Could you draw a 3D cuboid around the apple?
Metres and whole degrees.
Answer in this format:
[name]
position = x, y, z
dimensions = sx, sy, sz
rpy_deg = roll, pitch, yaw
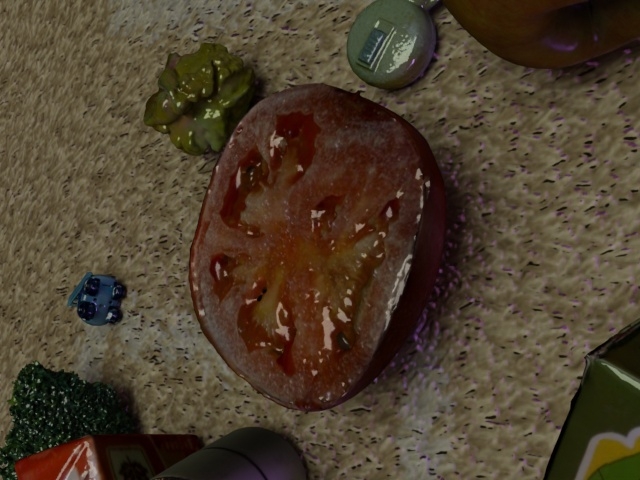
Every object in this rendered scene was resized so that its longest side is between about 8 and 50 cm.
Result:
[apple]
position = 0.211, -0.280, 0.691
dimensions = 0.264, 0.264, 0.264
rpy_deg = -6, 79, 35

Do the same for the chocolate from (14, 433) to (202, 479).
[chocolate]
position = -0.198, 0.332, 0.902
dimensions = 0.108, 0.237, 0.234
rpy_deg = -33, 64, 14

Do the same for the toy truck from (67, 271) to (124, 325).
[toy truck]
position = -0.328, 0.083, 1.146
dimensions = 0.090, 0.056, 0.073
rpy_deg = 5, 81, 50

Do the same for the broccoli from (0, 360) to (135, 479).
[broccoli]
position = -0.358, 0.266, 1.085
dimensions = 0.194, 0.194, 0.219
rpy_deg = -15, 97, 33

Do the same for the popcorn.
[popcorn]
position = -0.152, -0.183, 1.023
dimensions = 0.145, 0.126, 0.125
rpy_deg = -42, 34, 41

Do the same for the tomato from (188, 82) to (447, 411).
[tomato]
position = 0.011, 0.004, 0.855
dimensions = 0.338, 0.144, 0.338
rpy_deg = -9, 76, 39

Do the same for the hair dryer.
[hair dryer]
position = -0.003, 0.329, 0.810
dimensions = 0.362, 0.203, 0.128
rpy_deg = 25, 99, 17

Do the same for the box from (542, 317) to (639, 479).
[box]
position = 0.319, 0.302, 0.512
dimensions = 0.420, 0.138, 0.373
rpy_deg = 32, 123, 35

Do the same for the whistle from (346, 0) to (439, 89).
[whistle]
position = 0.098, -0.262, 0.885
dimensions = 0.104, 0.057, 0.198
rpy_deg = 37, 106, 33
